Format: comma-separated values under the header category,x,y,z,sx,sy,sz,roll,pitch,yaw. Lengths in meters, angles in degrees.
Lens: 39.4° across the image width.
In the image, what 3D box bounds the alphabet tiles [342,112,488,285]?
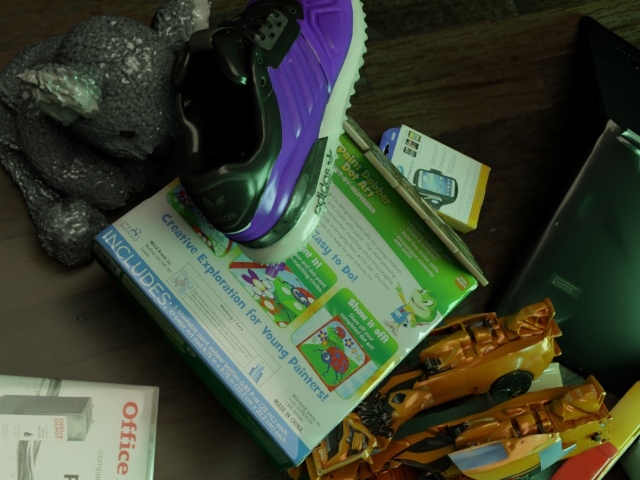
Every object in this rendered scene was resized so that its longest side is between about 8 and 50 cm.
category,x,y,z,sx,sy,sz,roll,pitch,yaw
alphabet tiles,0.072,-0.063,0.872,0.009,0.198,0.237,-42,95,9

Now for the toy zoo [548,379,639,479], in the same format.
category,x,y,z,sx,sy,sz,roll,pitch,yaw
toy zoo,0.246,0.244,0.878,0.293,0.192,0.030,-37,63,-27

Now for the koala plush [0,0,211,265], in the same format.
category,x,y,z,sx,sy,sz,roll,pitch,yaw
koala plush,-0.187,-0.121,0.773,0.196,0.221,0.203,-35,90,-27

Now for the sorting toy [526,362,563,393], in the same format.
category,x,y,z,sx,sy,sz,roll,pitch,yaw
sorting toy,0.236,0.170,0.990,0.083,0.012,0.062,-3,81,-28

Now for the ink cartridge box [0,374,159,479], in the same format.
category,x,y,z,sx,sy,sz,roll,pitch,yaw
ink cartridge box,-0.249,0.192,0.729,0.218,0.092,0.158,9,72,-23

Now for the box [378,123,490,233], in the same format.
category,x,y,z,sx,sy,sz,roll,pitch,yaw
box,0.120,-0.072,1.003,0.136,0.028,0.081,24,67,-13

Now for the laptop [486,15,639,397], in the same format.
category,x,y,z,sx,sy,sz,roll,pitch,yaw
laptop,0.426,-0.016,1.126,0.382,0.236,0.408,29,94,-13

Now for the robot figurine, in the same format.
category,x,y,z,sx,sy,sz,roll,pitch,yaw
robot figurine,0.098,0.156,0.819,0.291,0.085,0.211,-17,42,-4

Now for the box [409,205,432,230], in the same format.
category,x,y,z,sx,sy,sz,roll,pitch,yaw
box,0.000,0.000,0.893,0.158,0.093,0.156,42,63,-8

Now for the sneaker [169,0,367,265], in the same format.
category,x,y,z,sx,sy,sz,roll,pitch,yaw
sneaker,-0.047,-0.141,0.717,0.146,0.102,0.293,35,55,-49

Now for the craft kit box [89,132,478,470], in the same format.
category,x,y,z,sx,sy,sz,roll,pitch,yaw
craft kit box,-0.026,0.024,0.786,0.246,0.061,0.250,-40,87,-25

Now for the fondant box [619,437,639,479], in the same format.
category,x,y,z,sx,sy,sz,roll,pitch,yaw
fondant box,0.533,0.259,0.954,0.330,0.096,0.238,-22,62,-11
